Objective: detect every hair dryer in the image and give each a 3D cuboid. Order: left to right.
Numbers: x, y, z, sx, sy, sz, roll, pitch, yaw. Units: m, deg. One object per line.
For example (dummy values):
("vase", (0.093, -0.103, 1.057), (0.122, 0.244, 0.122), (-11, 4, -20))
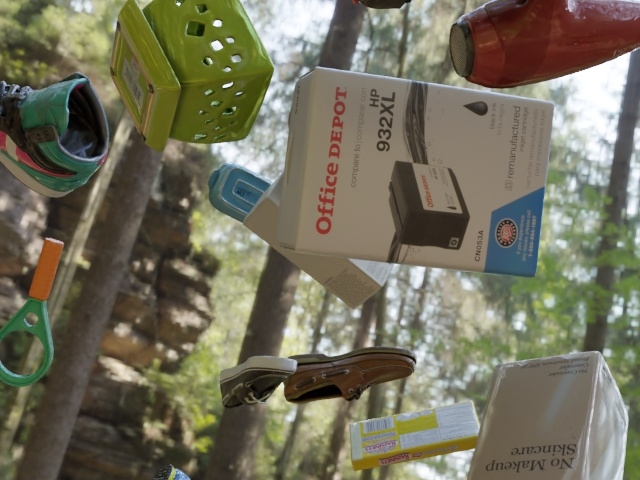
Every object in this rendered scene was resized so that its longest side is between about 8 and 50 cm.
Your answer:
("hair dryer", (0.188, -0.206, 0.779), (0.293, 0.080, 0.223), (13, -34, -43))

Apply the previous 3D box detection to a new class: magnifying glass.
("magnifying glass", (-0.431, 0.109, 1.432), (0.092, 0.231, 0.026), (18, 5, -3))

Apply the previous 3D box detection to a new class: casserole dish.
("casserole dish", (-0.153, -0.095, 2.064), (0.188, 0.114, 0.037), (28, -15, -20))

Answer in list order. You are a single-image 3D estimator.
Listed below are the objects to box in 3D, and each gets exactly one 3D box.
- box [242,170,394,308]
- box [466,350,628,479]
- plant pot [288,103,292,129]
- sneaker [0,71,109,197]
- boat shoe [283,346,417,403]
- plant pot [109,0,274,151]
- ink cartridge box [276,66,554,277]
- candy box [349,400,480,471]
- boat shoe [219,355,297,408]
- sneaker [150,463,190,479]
("box", (0.000, 0.000, 1.796), (0.275, 0.094, 0.113), (39, -41, -9))
("box", (0.258, 0.284, 1.099), (0.147, 0.311, 0.121), (-13, -59, 30))
("plant pot", (0.051, -0.183, 1.753), (0.237, 0.110, 0.237), (7, -37, 5))
("sneaker", (-0.384, -0.169, 1.209), (0.178, 0.124, 0.295), (-19, -41, 38))
("boat shoe", (0.067, 0.311, 2.133), (0.307, 0.105, 0.111), (-9, -38, 16))
("plant pot", (-0.236, -0.297, 1.651), (0.207, 0.228, 0.227), (-20, -19, -27))
("ink cartridge box", (0.115, -0.080, 1.192), (0.307, 0.223, 0.129), (6, 1, -12))
("candy box", (0.149, 0.306, 1.503), (0.205, 0.105, 0.027), (-11, -66, 5))
("boat shoe", (-0.104, 0.240, 1.593), (0.077, 0.070, 0.219), (13, -22, -26))
("sneaker", (-0.277, 0.474, 1.573), (0.069, 0.209, 0.082), (-15, -57, 48))
